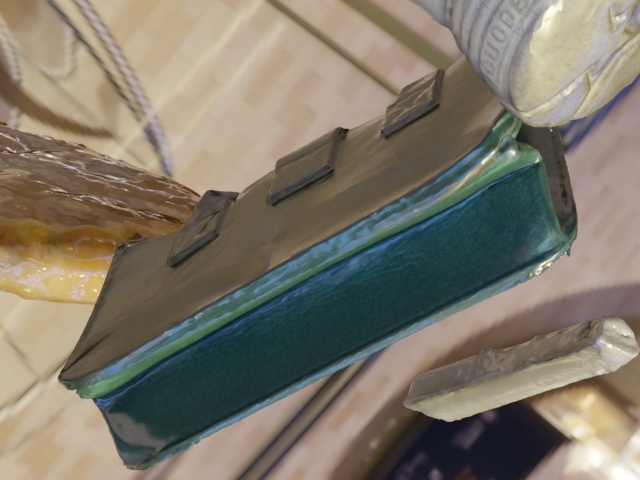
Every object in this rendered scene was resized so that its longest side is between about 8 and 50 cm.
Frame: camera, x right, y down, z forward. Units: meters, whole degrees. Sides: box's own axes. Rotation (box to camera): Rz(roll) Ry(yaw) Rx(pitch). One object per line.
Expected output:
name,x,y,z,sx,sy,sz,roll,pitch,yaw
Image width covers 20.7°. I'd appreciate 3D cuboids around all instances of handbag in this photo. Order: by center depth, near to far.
handbag,0.000,0.001,1.085,0.326,0.089,0.238,-30,-161,17

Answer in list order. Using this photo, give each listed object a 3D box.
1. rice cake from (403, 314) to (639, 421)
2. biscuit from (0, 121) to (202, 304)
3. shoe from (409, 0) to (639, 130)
rice cake,0.187,0.123,1.673,0.057,0.052,0.256,11,155,-42
biscuit,-0.313,-0.036,1.769,0.429,0.446,0.104,-50,157,-76
shoe,0.129,-0.183,0.909,0.342,0.210,0.132,-22,148,-51
